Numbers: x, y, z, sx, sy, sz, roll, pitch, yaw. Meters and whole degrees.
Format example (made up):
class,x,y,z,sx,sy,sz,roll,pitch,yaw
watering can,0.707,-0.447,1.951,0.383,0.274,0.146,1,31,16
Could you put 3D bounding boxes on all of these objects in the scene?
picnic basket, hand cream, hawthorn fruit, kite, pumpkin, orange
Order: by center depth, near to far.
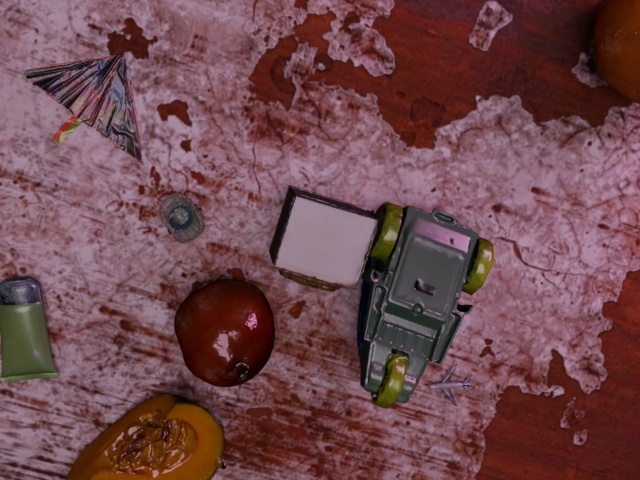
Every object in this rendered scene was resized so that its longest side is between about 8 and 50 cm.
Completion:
class,x,y,z,sx,sy,sz,roll,pitch,yaw
hawthorn fruit,-0.149,0.154,1.483,0.169,0.188,0.169,-8,119,-14
orange,0.561,-0.330,1.484,0.239,0.240,0.240,-1,98,-7
kite,-0.365,-0.219,1.493,0.241,0.014,0.183,42,92,-12
picnic basket,-0.224,-0.037,1.501,0.065,0.083,0.083,-33,103,-7
hand cream,-0.487,0.146,1.513,0.095,0.046,0.175,-5,105,-8
pumpkin,-0.286,0.372,1.549,0.278,0.111,0.163,-40,116,-2

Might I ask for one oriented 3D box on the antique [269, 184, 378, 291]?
class,x,y,z,sx,sy,sz,roll,pitch,yaw
antique,0.000,0.000,1.501,0.146,0.152,0.148,18,97,-9

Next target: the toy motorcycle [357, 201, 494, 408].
class,x,y,z,sx,sy,sz,roll,pitch,yaw
toy motorcycle,0.135,0.111,1.522,0.191,0.200,0.327,21,84,-9

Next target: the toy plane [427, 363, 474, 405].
class,x,y,z,sx,sy,sz,roll,pitch,yaw
toy plane,0.229,0.256,1.628,0.084,0.024,0.078,-1,98,-1
